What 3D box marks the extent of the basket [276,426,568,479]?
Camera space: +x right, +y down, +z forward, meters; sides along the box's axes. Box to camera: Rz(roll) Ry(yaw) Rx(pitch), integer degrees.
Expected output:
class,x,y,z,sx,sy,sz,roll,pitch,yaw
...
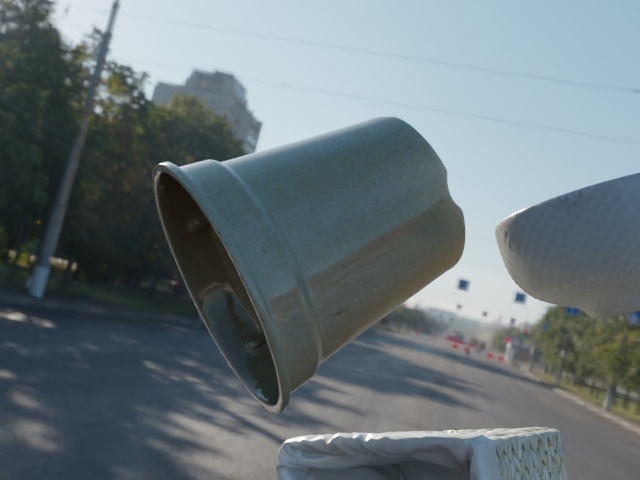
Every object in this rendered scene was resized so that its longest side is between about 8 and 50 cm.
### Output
class,x,y,z,sx,sy,sz,roll,pitch,yaw
basket,0.152,0.417,1.255,0.328,0.331,0.266,-11,-9,37

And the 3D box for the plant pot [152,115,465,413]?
class,x,y,z,sx,sy,sz,roll,pitch,yaw
plant pot,0.000,0.000,1.162,0.305,0.333,0.334,-26,10,-19

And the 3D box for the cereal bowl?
class,x,y,z,sx,sy,sz,roll,pitch,yaw
cereal bowl,0.393,0.011,1.127,0.339,0.141,0.339,-11,-11,-2
